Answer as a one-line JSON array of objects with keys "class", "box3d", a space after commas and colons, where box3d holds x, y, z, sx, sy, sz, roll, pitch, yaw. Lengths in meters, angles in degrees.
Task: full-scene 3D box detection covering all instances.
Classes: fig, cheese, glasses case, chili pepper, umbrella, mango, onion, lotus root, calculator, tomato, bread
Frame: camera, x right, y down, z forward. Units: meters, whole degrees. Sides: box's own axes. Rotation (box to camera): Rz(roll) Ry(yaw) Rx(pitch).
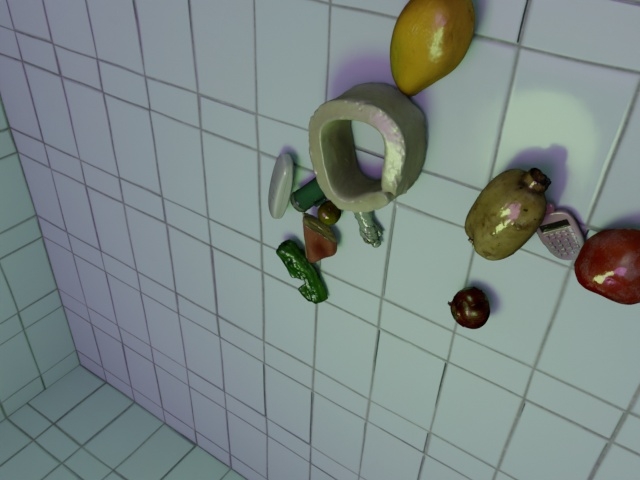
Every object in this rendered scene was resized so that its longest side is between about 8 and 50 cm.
[{"class": "fig", "box3d": [0.026, -0.080, 1.839, 0.074, 0.074, 0.088, 40, 156, 11]}, {"class": "cheese", "box3d": [0.124, -0.233, 1.587, 0.293, 0.153, 0.332, 16, 129, 32]}, {"class": "glasses case", "box3d": [-0.126, -0.168, 1.890, 0.233, 0.059, 0.092, 109, 153, -43]}, {"class": "chili pepper", "box3d": [-0.058, 0.106, 2.034, 0.099, 0.083, 0.253, -13, 115, 45]}, {"class": "umbrella", "box3d": [0.142, -0.043, 1.781, 0.067, 0.062, 0.143, -22, 104, 15]}, {"class": "mango", "box3d": [0.247, -0.453, 1.367, 0.176, 0.119, 0.316, 41, 145, 6]}, {"class": "onion", "box3d": [0.418, 0.194, 1.672, 0.119, 0.118, 0.117, 30, 156, 20]}, {"class": "lotus root", "box3d": [0.446, -0.065, 1.437, 0.160, 0.146, 0.284, 50, 139, 18]}, {"class": "calculator", "box3d": [0.577, -0.023, 1.453, 0.103, 0.024, 0.165, -19, 108, 46]}, {"class": "tomato", "box3d": [0.666, 0.053, 1.341, 0.187, 0.151, 0.186, 23, 128, 33]}, {"class": "bread", "box3d": [0.000, -0.001, 1.903, 0.119, 0.067, 0.192, 12, 137, 14]}]

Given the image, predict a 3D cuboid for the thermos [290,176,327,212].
[{"class": "thermos", "box3d": [-0.013, -0.151, 1.812, 0.073, 0.083, 0.188, 47, 138, -11]}]
